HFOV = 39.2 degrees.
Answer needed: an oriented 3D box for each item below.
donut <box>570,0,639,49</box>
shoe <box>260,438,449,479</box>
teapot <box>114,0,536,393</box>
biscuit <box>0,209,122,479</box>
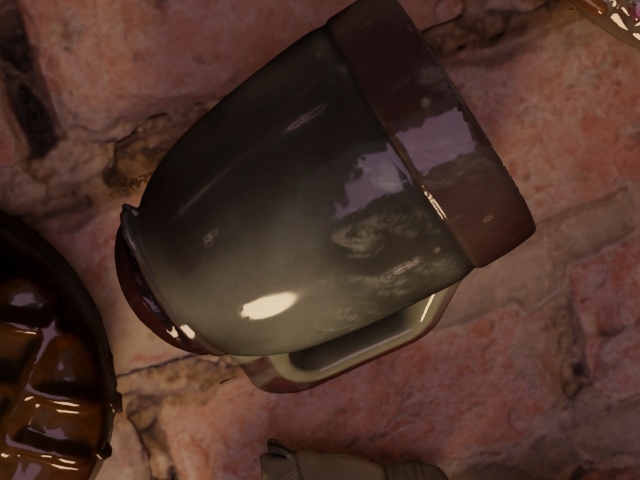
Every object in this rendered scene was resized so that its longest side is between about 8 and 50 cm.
[{"bbox_3d":[0.327,-0.336,0.739,0.382,0.142,0.383,-1,101,-6],"label":"donut"},{"bbox_3d":[-0.022,0.351,0.861,0.210,0.132,0.342,18,95,-4],"label":"shoe"},{"bbox_3d":[0.000,0.000,0.761,0.312,0.233,0.315,-31,130,8],"label":"teapot"},{"bbox_3d":[-0.343,0.093,0.783,0.366,0.115,0.268,23,99,-10],"label":"biscuit"}]
